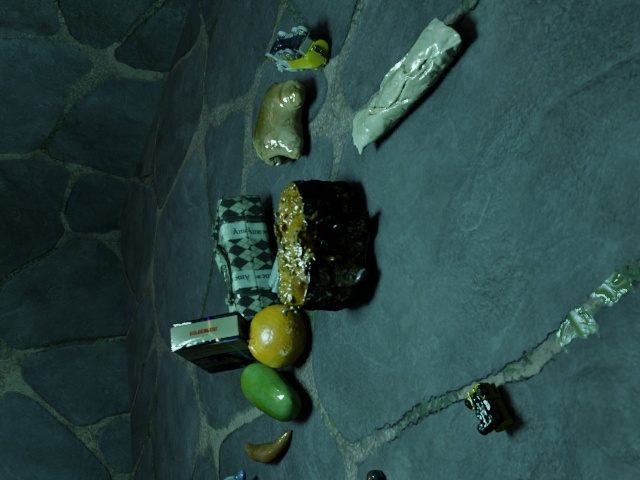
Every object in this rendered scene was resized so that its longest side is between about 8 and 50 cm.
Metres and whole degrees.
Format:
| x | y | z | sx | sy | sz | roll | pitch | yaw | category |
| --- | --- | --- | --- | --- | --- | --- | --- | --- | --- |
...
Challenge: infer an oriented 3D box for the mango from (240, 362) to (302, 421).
| x | y | z | sx | sy | sz | roll | pitch | yaw | category |
| --- | --- | --- | --- | --- | --- | --- | --- | --- | --- |
| -0.129 | 0.419 | 1.825 | 0.251 | 0.114 | 0.156 | 12 | 130 | 50 | mango |

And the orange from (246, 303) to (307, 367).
| x | y | z | sx | sy | sz | roll | pitch | yaw | category |
| --- | --- | --- | --- | --- | --- | --- | --- | --- | --- |
| -0.121 | 0.263 | 1.824 | 0.178 | 0.155 | 0.177 | -18 | 66 | 47 | orange |

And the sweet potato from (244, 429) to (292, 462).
| x | y | z | sx | sy | sz | roll | pitch | yaw | category |
| --- | --- | --- | --- | --- | --- | --- | --- | --- | --- |
| -0.154 | 0.608 | 1.918 | 0.255 | 0.058 | 0.078 | -37 | 32 | 50 | sweet potato |

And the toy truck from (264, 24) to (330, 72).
| x | y | z | sx | sy | sz | roll | pitch | yaw | category |
| --- | --- | --- | --- | --- | --- | --- | --- | --- | --- |
| -0.067 | -0.546 | 1.923 | 0.098 | 0.114 | 0.227 | -61 | 29 | -3 | toy truck |

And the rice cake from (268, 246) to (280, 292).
| x | y | z | sx | sy | sz | roll | pitch | yaw | category |
| --- | --- | --- | --- | --- | --- | --- | --- | --- | --- |
| -0.070 | 0.005 | 1.868 | 0.063 | 0.066 | 0.336 | 51 | 130 | 43 | rice cake |

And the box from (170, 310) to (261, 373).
| x | y | z | sx | sy | sz | roll | pitch | yaw | category |
| --- | --- | --- | --- | --- | --- | --- | --- | --- | --- |
| -0.284 | 0.303 | 1.921 | 0.310 | 0.198 | 0.084 | 64 | -164 | -65 | box |

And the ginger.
| x | y | z | sx | sy | sz | roll | pitch | yaw | category |
| --- | --- | --- | --- | --- | --- | --- | --- | --- | --- |
| -0.106 | -0.356 | 1.947 | 0.221 | 0.130 | 0.275 | -39 | 56 | 42 | ginger |

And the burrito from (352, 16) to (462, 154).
| x | y | z | sx | sy | sz | roll | pitch | yaw | category |
| --- | --- | --- | --- | --- | --- | --- | --- | --- | --- |
| 0.177 | -0.338 | 1.449 | 0.392 | 0.076 | 0.117 | -47 | 44 | 50 | burrito |

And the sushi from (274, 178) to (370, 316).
| x | y | z | sx | sy | sz | roll | pitch | yaw | category |
| --- | --- | --- | --- | --- | --- | --- | --- | --- | --- |
| 0.000 | 0.000 | 1.589 | 0.234 | 0.208 | 0.348 | 126 | 143 | -55 | sushi |

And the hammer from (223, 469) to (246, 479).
| x | y | z | sx | sy | sz | roll | pitch | yaw | category |
| --- | --- | --- | --- | --- | --- | --- | --- | --- | --- |
| -0.258 | 0.762 | 2.046 | 0.193 | 0.070 | 0.116 | 109 | 152 | -42 | hammer |

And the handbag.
| x | y | z | sx | sy | sz | roll | pitch | yaw | category |
| --- | --- | --- | --- | --- | --- | --- | --- | --- | --- |
| -0.258 | 0.106 | 2.118 | 0.316 | 0.180 | 0.415 | 126 | 136 | -57 | handbag |

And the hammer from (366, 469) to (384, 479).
| x | y | z | sx | sy | sz | roll | pitch | yaw | category |
| --- | --- | --- | --- | --- | --- | --- | --- | --- | --- |
| 0.082 | 0.629 | 1.483 | 0.111 | 0.033 | 0.287 | 49 | 127 | 56 | hammer |

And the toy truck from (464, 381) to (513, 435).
| x | y | z | sx | sy | sz | roll | pitch | yaw | category |
| --- | --- | --- | --- | --- | --- | --- | --- | --- | --- |
| 0.288 | 0.285 | 1.132 | 0.049 | 0.054 | 0.083 | -62 | 35 | 36 | toy truck |
